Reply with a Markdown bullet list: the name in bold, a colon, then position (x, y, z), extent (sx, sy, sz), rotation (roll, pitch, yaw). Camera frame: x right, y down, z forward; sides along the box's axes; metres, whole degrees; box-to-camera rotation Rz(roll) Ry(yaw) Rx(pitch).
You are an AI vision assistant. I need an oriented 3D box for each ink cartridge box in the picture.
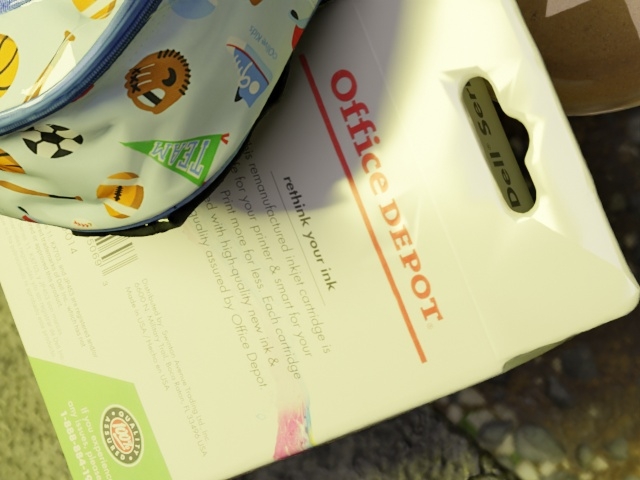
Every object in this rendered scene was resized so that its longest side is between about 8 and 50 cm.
- **ink cartridge box**: position (0.000, 0.000, 0.836), extent (0.353, 0.119, 0.207), rotation (-24, 84, 30)

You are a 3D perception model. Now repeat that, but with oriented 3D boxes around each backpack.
- **backpack**: position (-0.110, -0.142, 0.737), extent (0.276, 0.213, 0.263), rotation (3, 70, 45)

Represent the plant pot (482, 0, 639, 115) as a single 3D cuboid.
- **plant pot**: position (0.141, -0.185, 0.835), extent (0.236, 0.032, 0.236), rotation (1, 93, 22)
